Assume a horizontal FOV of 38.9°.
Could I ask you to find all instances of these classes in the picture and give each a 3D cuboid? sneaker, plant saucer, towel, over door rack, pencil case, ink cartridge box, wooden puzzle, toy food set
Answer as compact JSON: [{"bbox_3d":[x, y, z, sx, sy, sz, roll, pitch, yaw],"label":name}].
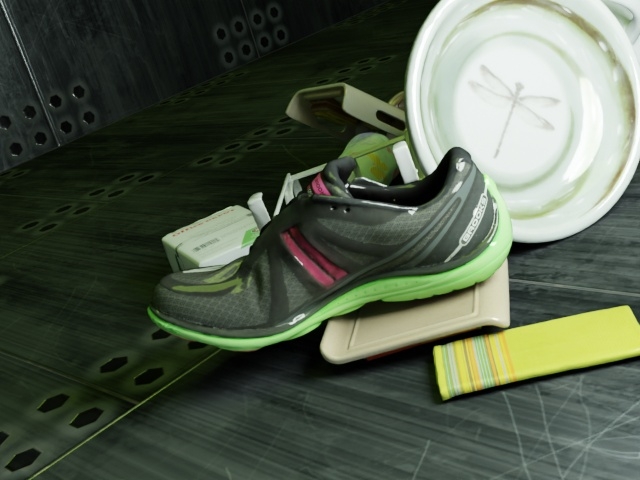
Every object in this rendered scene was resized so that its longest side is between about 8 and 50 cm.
[{"bbox_3d":[0.000,0.000,1.186,0.483,0.202,0.185,-18,18,1],"label":"sneaker"},{"bbox_3d":[0.291,-0.195,1.342,0.400,0.400,0.100,-24,6,-18],"label":"plant saucer"},{"bbox_3d":[0.249,0.130,1.043,0.237,0.021,0.102,-14,24,9],"label":"towel"},{"bbox_3d":[0.042,-0.074,1.384,0.240,0.108,0.324,-20,7,11],"label":"over door rack"},{"bbox_3d":[0.232,-0.297,1.972,0.188,0.066,0.071,-17,21,-28],"label":"sneaker"},{"bbox_3d":[0.060,-0.107,1.680,0.124,0.113,0.273,-28,13,28],"label":"pencil case"},{"bbox_3d":[-0.157,0.024,1.539,0.160,0.092,0.219,-25,20,-19],"label":"ink cartridge box"},{"bbox_3d":[0.131,0.088,1.202,0.239,0.044,0.221,-13,20,16],"label":"wooden puzzle"},{"bbox_3d":[0.077,-0.239,1.893,0.220,0.092,0.306,20,-4,-25],"label":"toy food set"}]

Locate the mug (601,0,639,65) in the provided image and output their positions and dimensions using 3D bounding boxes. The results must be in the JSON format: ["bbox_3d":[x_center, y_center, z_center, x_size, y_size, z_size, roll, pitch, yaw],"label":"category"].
[{"bbox_3d":[0.457,-0.381,1.706,0.328,0.276,0.374,14,-18,-4],"label":"mug"}]
